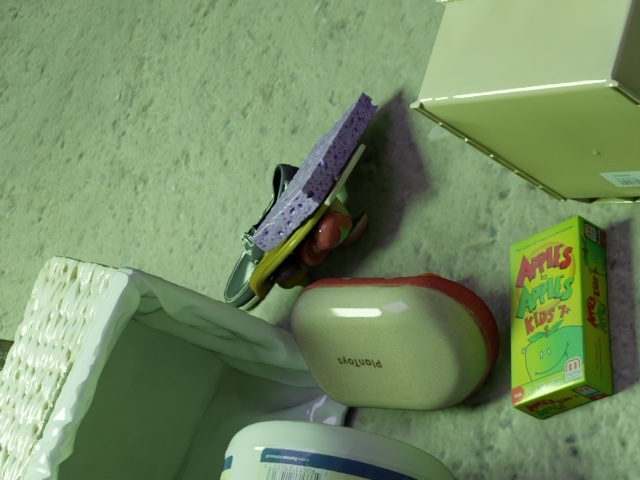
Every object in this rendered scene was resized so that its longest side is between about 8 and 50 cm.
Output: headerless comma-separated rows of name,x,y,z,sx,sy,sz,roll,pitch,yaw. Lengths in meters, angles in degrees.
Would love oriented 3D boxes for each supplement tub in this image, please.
supplement tub,-0.006,0.357,1.464,0.235,0.235,0.325,-13,59,49

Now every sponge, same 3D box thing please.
sponge,-0.004,-0.083,1.840,0.117,0.031,0.210,-44,11,44

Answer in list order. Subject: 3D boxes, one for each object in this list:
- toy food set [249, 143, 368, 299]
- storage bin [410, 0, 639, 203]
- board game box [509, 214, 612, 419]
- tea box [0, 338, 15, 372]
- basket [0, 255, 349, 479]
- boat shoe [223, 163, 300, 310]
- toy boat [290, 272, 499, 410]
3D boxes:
toy food set,0.000,0.000,1.825,0.218,0.071,0.128,-47,9,36
storage bin,0.268,-0.132,1.400,0.262,0.260,0.123,-1,67,53
board game box,0.234,0.075,1.501,0.092,0.043,0.181,-28,48,41
tea box,-0.473,0.294,1.997,0.220,0.329,0.323,-13,69,49
basket,-0.196,0.220,1.726,0.266,0.331,0.328,10,76,57
boat shoe,-0.077,-0.007,1.947,0.206,0.065,0.075,-59,35,7
toy boat,0.092,0.088,1.618,0.231,0.151,0.151,-2,31,43
